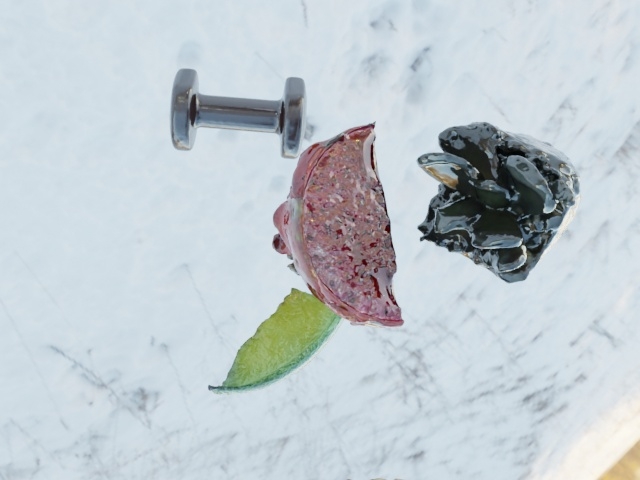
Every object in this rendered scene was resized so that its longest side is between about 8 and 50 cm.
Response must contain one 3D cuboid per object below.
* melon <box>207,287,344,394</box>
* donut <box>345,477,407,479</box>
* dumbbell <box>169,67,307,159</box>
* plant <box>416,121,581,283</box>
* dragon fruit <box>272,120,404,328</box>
[{"bbox_3d":[-0.067,0.162,1.237,0.261,0.114,0.053,-37,175,-25],"label":"melon"},{"bbox_3d":[0.020,0.073,0.085,0.152,0.151,0.058,-1,94,-58],"label":"donut"},{"bbox_3d":[-0.136,-0.211,1.299,0.225,0.140,0.124,5,127,-3],"label":"dumbbell"},{"bbox_3d":[0.238,-0.049,1.043,0.276,0.199,0.189,-12,130,-61],"label":"plant"},{"bbox_3d":[0.000,0.000,1.021,0.134,0.262,0.211,-6,170,-20],"label":"dragon fruit"}]
